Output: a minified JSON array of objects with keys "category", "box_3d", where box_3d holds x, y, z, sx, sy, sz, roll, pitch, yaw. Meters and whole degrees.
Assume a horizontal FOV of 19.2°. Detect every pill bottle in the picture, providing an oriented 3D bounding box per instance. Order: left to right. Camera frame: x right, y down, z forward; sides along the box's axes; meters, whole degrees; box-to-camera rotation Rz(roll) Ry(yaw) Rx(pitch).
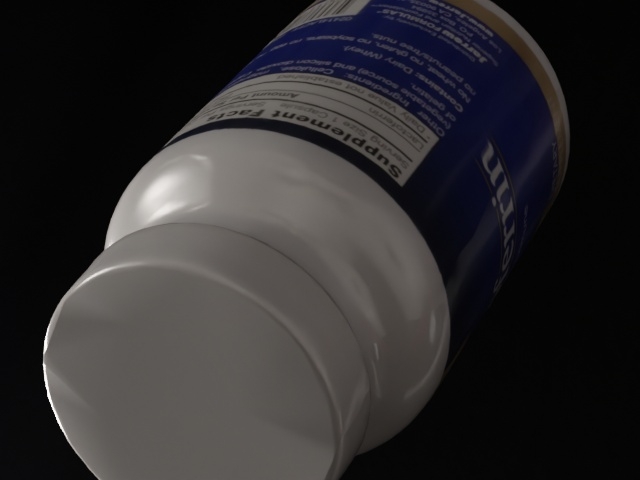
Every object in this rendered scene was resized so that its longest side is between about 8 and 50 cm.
[{"category":"pill bottle","box_3d":[0.000,0.000,0.810,0.153,0.153,0.264,2,-151,26]}]
